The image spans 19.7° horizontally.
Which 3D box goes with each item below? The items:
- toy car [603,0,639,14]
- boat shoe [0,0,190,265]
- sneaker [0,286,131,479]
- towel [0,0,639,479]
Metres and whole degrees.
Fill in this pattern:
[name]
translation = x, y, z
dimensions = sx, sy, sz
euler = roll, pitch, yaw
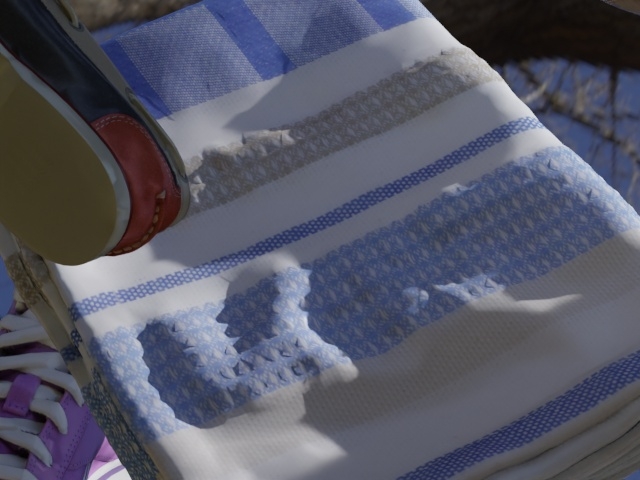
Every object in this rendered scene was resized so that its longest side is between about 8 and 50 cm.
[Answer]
[toy car]
translation = 0.094, -0.190, 0.456
dimensions = 0.219, 0.210, 0.238
euler = 11, -15, 24
[boat shoe]
translation = -0.084, -0.052, 0.456
dimensions = 0.137, 0.043, 0.049
euler = 50, -61, 8
[sneaker]
translation = -0.146, 0.072, 0.902
dimensions = 0.102, 0.282, 0.161
euler = 13, -75, 5
[towel]
translation = 0.000, 0.000, 0.662
dimensions = 0.285, 0.209, 0.034
euler = 52, -21, 39
